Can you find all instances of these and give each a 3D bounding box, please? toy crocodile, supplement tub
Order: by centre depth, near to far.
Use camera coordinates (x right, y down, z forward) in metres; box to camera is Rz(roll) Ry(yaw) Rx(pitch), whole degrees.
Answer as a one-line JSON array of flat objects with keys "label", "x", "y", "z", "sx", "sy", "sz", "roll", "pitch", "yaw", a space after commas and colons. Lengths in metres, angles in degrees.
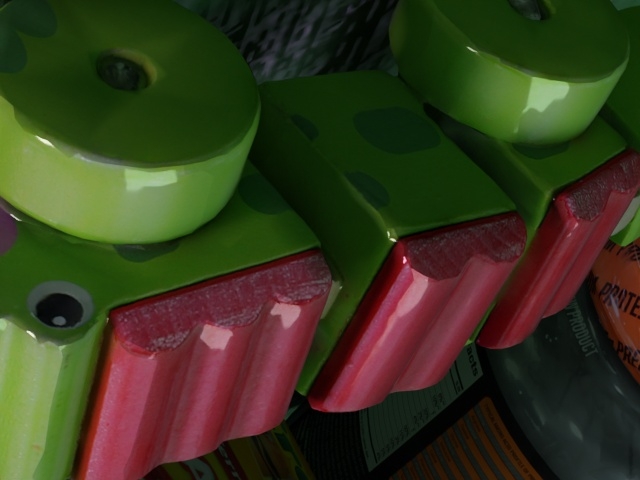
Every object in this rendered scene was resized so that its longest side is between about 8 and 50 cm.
[{"label": "toy crocodile", "x": 0.000, "y": 0.000, "z": 0.437, "sx": 0.340, "sy": 0.105, "sz": 0.115, "roll": -16, "pitch": 143, "yaw": -38}, {"label": "supplement tub", "x": 0.113, "y": 0.092, "z": 0.783, "sx": 0.193, "sy": 0.194, "sz": 0.316, "roll": -16, "pitch": 160, "yaw": -38}]

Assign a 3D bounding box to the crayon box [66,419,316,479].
[{"label": "crayon box", "x": -0.048, "y": 0.122, "z": 0.597, "sx": 0.081, "sy": 0.202, "sz": 0.318, "roll": -31, "pitch": 165, "yaw": 7}]
